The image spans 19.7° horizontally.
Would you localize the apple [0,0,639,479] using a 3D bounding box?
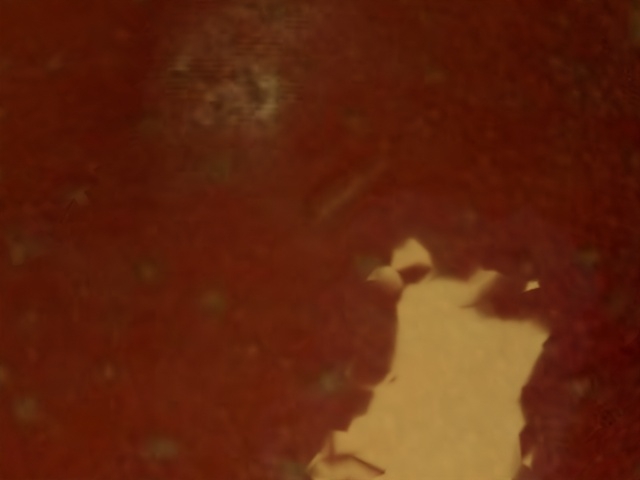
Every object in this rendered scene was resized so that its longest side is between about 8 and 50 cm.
[{"bbox_3d":[0.000,0.000,0.557,0.277,0.348,0.348,-3,123,18],"label":"apple"}]
